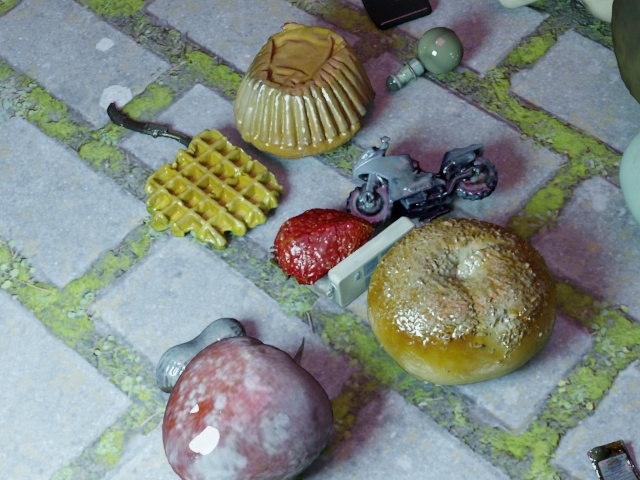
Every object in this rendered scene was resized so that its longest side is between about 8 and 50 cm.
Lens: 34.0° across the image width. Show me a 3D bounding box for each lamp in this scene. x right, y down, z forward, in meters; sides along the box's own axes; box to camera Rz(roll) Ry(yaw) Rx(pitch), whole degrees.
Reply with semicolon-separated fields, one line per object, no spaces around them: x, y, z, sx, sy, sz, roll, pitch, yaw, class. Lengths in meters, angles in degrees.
0.196;-0.342;2.023;0.163;0.091;0.091;-35;57;1;lamp

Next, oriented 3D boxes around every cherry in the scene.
-0.100;0.253;1.538;0.236;0.213;0.285;8;48;45;cherry

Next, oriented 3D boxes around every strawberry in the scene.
0.000;0.000;1.768;0.187;0.082;0.146;-19;56;11;strawberry

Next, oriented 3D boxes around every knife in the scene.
-0.331;-0.217;2.017;0.222;0.021;0.045;25;58;23;knife

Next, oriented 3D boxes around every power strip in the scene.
0.089;0.034;1.753;0.192;0.081;0.035;-36;59;-19;power strip

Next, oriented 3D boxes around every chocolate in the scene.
-0.193;0.183;1.682;0.167;0.072;0.072;-32;57;-17;chocolate

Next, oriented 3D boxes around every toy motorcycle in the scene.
0.168;-0.114;1.841;0.270;0.106;0.159;-16;60;-1;toy motorcycle

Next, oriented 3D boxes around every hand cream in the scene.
0.448;0.365;1.509;0.062;0.039;0.163;-19;49;-5;hand cream

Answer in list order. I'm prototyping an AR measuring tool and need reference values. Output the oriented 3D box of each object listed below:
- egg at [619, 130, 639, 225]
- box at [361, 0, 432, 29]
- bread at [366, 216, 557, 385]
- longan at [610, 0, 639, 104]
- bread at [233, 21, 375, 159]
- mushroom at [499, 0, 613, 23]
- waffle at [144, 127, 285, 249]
0.648;-0.053;1.669;0.371;0.230;0.230;40;67;22;egg
0.154;-0.494;2.166;0.125;0.027;0.126;-20;56;-5;box
0.222;0.083;1.657;0.305;0.159;0.305;-4;53;5;bread
0.691;-0.365;1.786;0.391;0.391;0.391;-3;54;4;longan
-0.035;-0.277;1.954;0.274;0.149;0.274;-6;48;6;bread
0.511;-0.556;2.058;0.336;0.314;0.314;-15;47;34;mushroom
-0.202;-0.076;1.880;0.219;0.057;0.229;-41;61;-21;waffle
